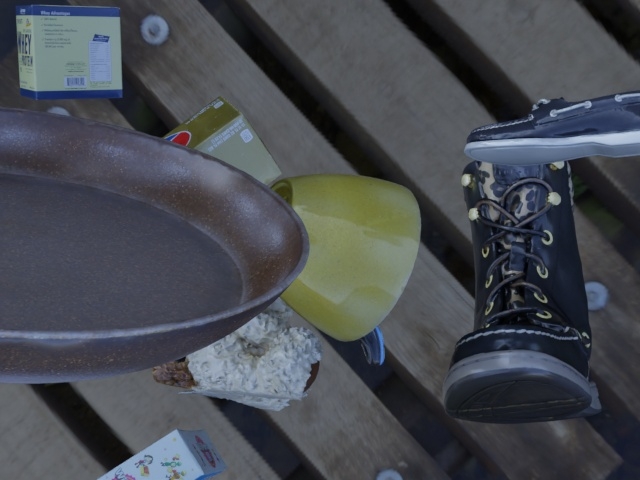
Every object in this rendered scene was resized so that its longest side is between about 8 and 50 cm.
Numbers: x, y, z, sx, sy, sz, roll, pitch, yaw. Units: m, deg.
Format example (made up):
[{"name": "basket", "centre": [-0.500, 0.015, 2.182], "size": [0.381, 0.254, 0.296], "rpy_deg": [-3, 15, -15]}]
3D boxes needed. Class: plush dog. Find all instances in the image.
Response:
[{"name": "plush dog", "centre": [-0.105, 0.099, 1.296], "size": [0.210, 0.262, 0.225], "rpy_deg": [11, 73, -7]}]

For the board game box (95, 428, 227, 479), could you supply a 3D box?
[{"name": "board game box", "centre": [-0.337, 0.459, 1.722], "size": [0.303, 0.224, 0.097], "rpy_deg": [-33, 78, -1]}]

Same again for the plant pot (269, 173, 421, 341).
[{"name": "plant pot", "centre": [0.000, 0.000, 0.745], "size": [0.095, 0.134, 0.134], "rpy_deg": [24, 90, -26]}]

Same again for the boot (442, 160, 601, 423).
[{"name": "boot", "centre": [0.204, 0.040, 0.980], "size": [0.138, 0.377, 0.284], "rpy_deg": [-10, 74, 24]}]

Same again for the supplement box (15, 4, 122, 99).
[{"name": "supplement box", "centre": [-0.233, -0.175, 0.885], "size": [0.083, 0.056, 0.083], "rpy_deg": [-7, 105, -31]}]

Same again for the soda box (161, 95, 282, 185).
[{"name": "soda box", "centre": [-0.122, -0.026, 0.695], "size": [0.181, 0.061, 0.058], "rpy_deg": [-37, 119, -5]}]

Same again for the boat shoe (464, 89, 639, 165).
[{"name": "boat shoe", "centre": [0.152, -0.071, 0.592], "size": [0.125, 0.046, 0.038], "rpy_deg": [-4, 79, 19]}]

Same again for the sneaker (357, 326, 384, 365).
[{"name": "sneaker", "centre": [0.038, 0.128, 1.551], "size": [0.078, 0.067, 0.188], "rpy_deg": [-37, 97, -12]}]

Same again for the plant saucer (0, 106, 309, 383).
[{"name": "plant saucer", "centre": [-0.162, -0.007, 0.505], "size": [0.310, 0.310, 0.050], "rpy_deg": [13, 111, -1]}]
